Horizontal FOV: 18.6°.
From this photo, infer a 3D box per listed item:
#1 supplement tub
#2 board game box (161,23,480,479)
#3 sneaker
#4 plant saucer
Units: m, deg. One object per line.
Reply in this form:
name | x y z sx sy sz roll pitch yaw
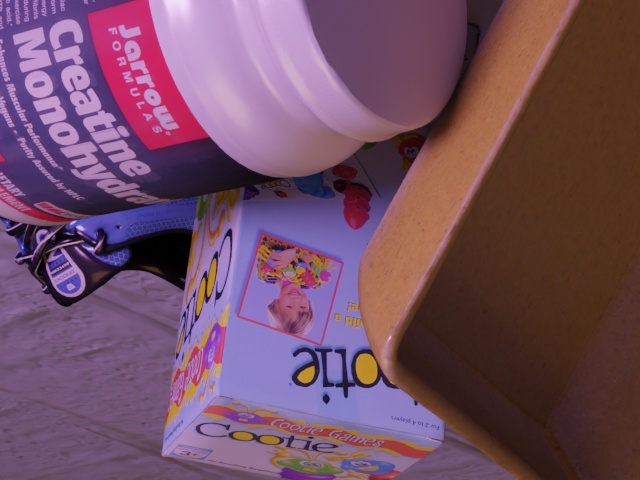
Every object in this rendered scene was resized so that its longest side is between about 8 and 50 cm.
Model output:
supplement tub | -0.078 -0.119 1.071 0.272 0.191 0.191 -10 152 35
board game box | 0.000 0.000 1.221 0.144 0.275 0.142 13 156 -14
sneaker | -0.179 -0.041 1.339 0.330 0.147 0.130 18 154 -24
plant saucer | 0.155 -0.027 1.126 0.081 0.333 0.333 22 169 36
